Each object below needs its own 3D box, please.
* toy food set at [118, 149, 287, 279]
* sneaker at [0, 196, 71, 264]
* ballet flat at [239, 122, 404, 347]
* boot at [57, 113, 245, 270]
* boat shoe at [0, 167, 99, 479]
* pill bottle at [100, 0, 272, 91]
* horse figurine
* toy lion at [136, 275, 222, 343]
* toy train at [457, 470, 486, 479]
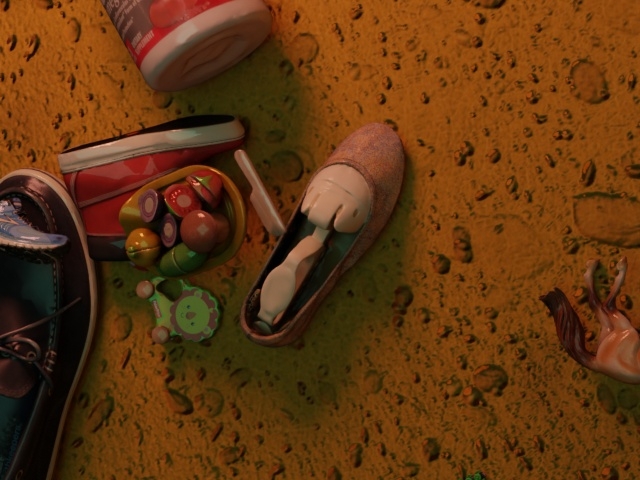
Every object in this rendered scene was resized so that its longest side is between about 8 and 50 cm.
[{"bbox_3d":[-0.163,-0.022,1.679,0.218,0.071,0.128,-22,89,30],"label":"toy food set"},{"bbox_3d":[-0.384,-0.021,1.749,0.162,0.063,0.073,16,75,14],"label":"sneaker"},{"bbox_3d":[0.000,0.000,1.688,0.107,0.106,0.316,31,101,16],"label":"ballet flat"},{"bbox_3d":[-0.196,-0.058,1.779,0.244,0.088,0.176,-14,102,12],"label":"boot"},{"bbox_3d":[-0.410,0.154,1.816,0.187,0.156,0.500,12,93,20],"label":"boat shoe"},{"bbox_3d":[-0.206,-0.357,1.715,0.176,0.176,0.318,-33,81,18],"label":"pill bottle"},{"bbox_3d":[0.382,0.103,1.577,0.263,0.066,0.174,-2,85,17],"label":"horse figurine"},{"bbox_3d":[-0.177,0.086,1.797,0.096,0.034,0.100,-21,84,12],"label":"toy lion"},{"bbox_3d":[0.165,0.303,1.686,0.083,0.017,0.024,-28,92,18],"label":"toy train"}]
